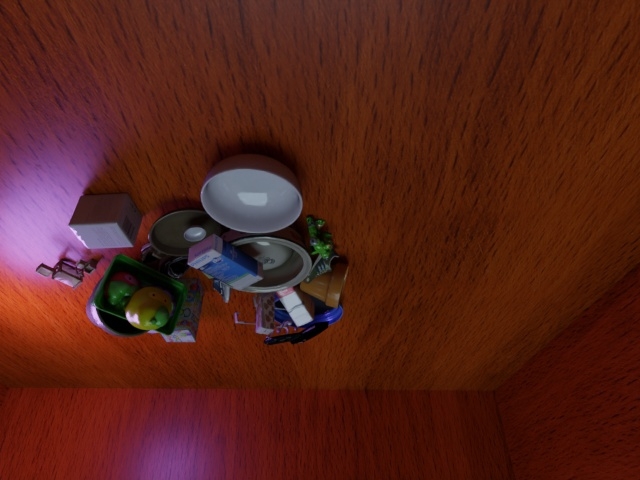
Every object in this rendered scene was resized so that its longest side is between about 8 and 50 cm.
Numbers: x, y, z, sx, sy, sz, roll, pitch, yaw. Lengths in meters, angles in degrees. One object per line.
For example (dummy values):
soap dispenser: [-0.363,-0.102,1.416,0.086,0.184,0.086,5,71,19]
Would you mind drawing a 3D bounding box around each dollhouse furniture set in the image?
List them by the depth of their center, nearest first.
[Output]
dollhouse furniture set: [-1.142,0.103,1.935,0.161,0.101,0.182,-39,133,9]

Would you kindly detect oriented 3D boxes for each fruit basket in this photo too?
fruit basket: [-0.731,0.245,1.789,0.393,0.282,0.392,9,151,5]

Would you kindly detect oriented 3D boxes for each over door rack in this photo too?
over door rack: [-0.250,0.412,2.184,0.325,0.108,0.239,22,138,-27]

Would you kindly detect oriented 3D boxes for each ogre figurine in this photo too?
ogre figurine: [0.000,0.000,1.733,0.097,0.118,0.197,-4,144,5]

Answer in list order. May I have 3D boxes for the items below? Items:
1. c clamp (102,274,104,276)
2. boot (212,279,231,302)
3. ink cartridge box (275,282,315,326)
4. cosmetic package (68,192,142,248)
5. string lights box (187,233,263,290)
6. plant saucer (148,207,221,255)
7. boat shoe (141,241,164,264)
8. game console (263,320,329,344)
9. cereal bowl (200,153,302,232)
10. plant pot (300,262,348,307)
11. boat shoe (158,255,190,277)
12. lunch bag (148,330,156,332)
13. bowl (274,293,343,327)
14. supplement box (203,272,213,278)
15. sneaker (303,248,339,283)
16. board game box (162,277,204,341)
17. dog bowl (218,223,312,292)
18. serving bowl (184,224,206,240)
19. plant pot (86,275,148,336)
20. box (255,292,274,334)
c clamp: [-1.043,0.219,2.127,0.137,0.022,0.161,24,136,-37]
boot: [-0.488,0.237,2.117,0.086,0.069,0.189,12,135,-4]
ink cartridge box: [-0.116,0.266,1.988,0.092,0.158,0.217,-28,107,11]
cosmetic package: [-0.802,-0.072,1.609,0.184,0.151,0.151,-2,143,2]
string lights box: [-0.350,0.088,1.603,0.134,0.076,0.260,-27,138,25]
plant saucer: [-0.533,-0.037,1.690,0.278,0.041,0.277,-16,145,-12]
boat shoe: [-0.668,0.036,1.804,0.258,0.095,0.095,-30,135,34]
game console: [-0.126,0.489,2.222,0.213,0.043,0.362,-38,154,33]
cereal bowl: [-0.229,-0.176,1.472,0.340,0.141,0.338,0,144,0]
plant pot: [0.013,0.187,1.944,0.188,0.205,0.205,14,145,7]
boat shoe: [-0.643,0.117,1.910,0.108,0.102,0.301,29,135,-33]
lunch bag: [-0.863,0.396,2.292,0.280,0.107,0.224,-9,138,9]
bowl: [-0.076,0.348,2.250,0.392,0.077,0.391,0,144,0]
supplement box: [-0.490,0.129,1.966,0.084,0.056,0.083,-11,143,16]
sneaker: [0.008,0.117,1.842,0.086,0.192,0.064,31,180,-1]
board game box: [-0.665,0.335,2.065,0.142,0.275,0.144,0,144,0]
dog bowl: [-0.242,0.052,1.759,0.409,0.150,0.407,-4,143,-3]
serving bowl: [-0.489,-0.033,1.660,0.084,0.027,0.083,-15,146,-11]
plant pot: [-0.952,0.304,2.015,0.281,0.322,0.323,-17,142,38]
box: [-0.245,0.258,1.914,0.063,0.323,0.067,18,141,-27]
